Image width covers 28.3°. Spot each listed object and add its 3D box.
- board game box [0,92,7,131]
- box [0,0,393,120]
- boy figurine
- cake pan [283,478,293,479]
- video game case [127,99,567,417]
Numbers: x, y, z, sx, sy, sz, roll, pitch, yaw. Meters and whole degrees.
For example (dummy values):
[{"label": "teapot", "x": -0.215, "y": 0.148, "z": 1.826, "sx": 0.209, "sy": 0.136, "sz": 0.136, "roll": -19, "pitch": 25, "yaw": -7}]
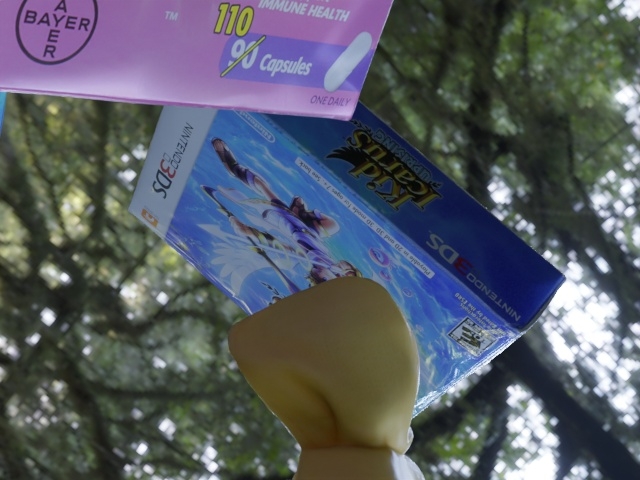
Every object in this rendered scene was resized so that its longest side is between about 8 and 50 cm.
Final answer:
[{"label": "board game box", "x": -0.370, "y": -0.102, "z": 1.153, "sx": 0.160, "sy": 0.047, "sz": 0.210, "roll": -25, "pitch": 175, "yaw": -22}, {"label": "box", "x": -0.053, "y": -0.186, "z": 0.523, "sx": 0.117, "sy": 0.214, "sz": 0.243, "roll": 34, "pitch": -68, "yaw": 37}, {"label": "boy figurine", "x": 0.013, "y": 0.159, "z": 0.590, "sx": 0.092, "sy": 0.177, "sz": 0.285, "roll": -10, "pitch": -96, "yaw": 14}, {"label": "cake pan", "x": -0.004, "y": 0.376, "z": 1.224, "sx": 0.293, "sy": 0.293, "sz": 0.054, "roll": -34, "pitch": -179, "yaw": 21}, {"label": "video game case", "x": 0.000, "y": 0.000, "z": 0.867, "sx": 0.061, "sy": 0.269, "sz": 0.244, "roll": -47, "pitch": 176, "yaw": -27}]
